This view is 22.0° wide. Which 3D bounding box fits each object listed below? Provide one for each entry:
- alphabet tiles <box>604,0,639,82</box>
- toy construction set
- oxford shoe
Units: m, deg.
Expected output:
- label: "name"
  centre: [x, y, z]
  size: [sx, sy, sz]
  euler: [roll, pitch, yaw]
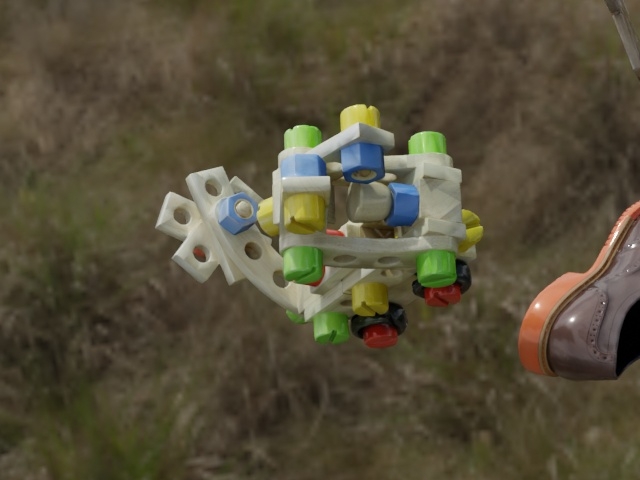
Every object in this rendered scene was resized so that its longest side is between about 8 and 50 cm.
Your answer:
- label: "alphabet tiles"
  centre: [0.179, -0.189, 1.079]
  size: [0.009, 0.198, 0.237]
  euler: [-22, -16, 15]
- label: "toy construction set"
  centre: [0.000, 0.000, 1.310]
  size: [0.215, 0.151, 0.327]
  euler: [8, -11, -26]
- label: "oxford shoe"
  centre: [0.284, 0.043, 1.415]
  size: [0.098, 0.097, 0.271]
  euler: [16, 42, 38]
